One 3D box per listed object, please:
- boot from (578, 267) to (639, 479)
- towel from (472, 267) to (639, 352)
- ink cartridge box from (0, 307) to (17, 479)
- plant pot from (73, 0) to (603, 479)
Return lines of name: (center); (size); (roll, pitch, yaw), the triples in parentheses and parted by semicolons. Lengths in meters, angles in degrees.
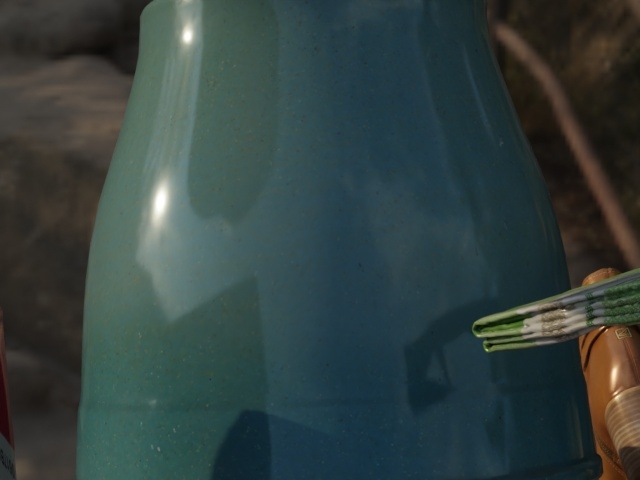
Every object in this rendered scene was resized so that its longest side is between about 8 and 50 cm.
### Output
boot: (0.301, 0.179, 1.562); (0.109, 0.283, 0.220); (-15, 56, 5)
towel: (0.147, 0.019, 0.616); (0.113, 0.023, 0.152); (-14, -3, -34)
ink cartridge box: (-0.181, 0.135, 0.536); (0.131, 0.306, 0.226); (-12, -22, -1)
plant pot: (0.000, 0.000, 0.813); (0.272, 0.255, 0.271); (-4, -3, 0)
